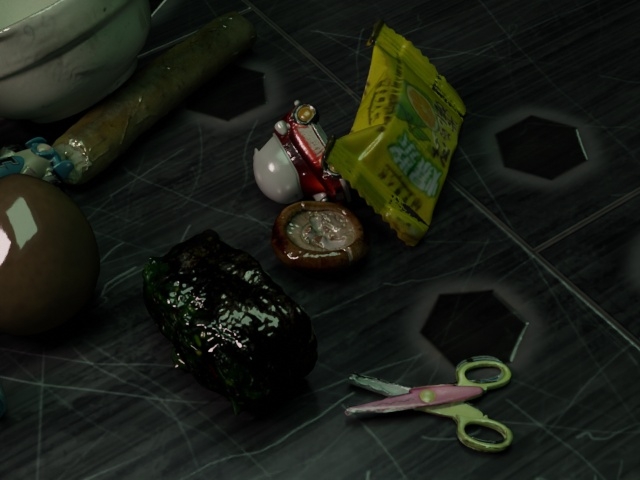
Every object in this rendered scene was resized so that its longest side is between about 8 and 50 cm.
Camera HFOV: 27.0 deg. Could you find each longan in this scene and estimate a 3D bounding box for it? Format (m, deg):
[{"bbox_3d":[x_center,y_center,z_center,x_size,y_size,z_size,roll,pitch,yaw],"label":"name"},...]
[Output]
[{"bbox_3d":[-0.343,0.018,1.549,0.189,0.189,0.189,-1,46,1],"label":"longan"}]

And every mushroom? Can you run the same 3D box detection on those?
[{"bbox_3d":[0.000,0.000,1.636,0.123,0.052,0.123,5,45,-5],"label":"mushroom"}]

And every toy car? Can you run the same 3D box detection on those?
[{"bbox_3d":[-0.029,-0.094,1.700,0.112,0.112,0.139,-30,67,-5],"label":"toy car"},{"bbox_3d":[-0.396,-0.069,1.659,0.161,0.098,0.126,-46,60,-7],"label":"toy car"}]

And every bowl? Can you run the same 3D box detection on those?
[{"bbox_3d":[-0.356,-0.267,1.783,0.307,0.163,0.307,-22,28,12],"label":"bowl"}]

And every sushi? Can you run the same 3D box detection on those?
[{"bbox_3d":[-0.110,0.090,1.502,0.127,0.124,0.225,-30,53,-25],"label":"sushi"}]

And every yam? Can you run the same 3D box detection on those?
[{"bbox_3d":[-0.225,-0.203,1.821,0.083,0.083,0.371,26,51,24],"label":"yam"}]

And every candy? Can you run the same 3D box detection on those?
[{"bbox_3d":[0.103,-0.145,1.710,0.187,0.081,0.297,41,46,-22],"label":"candy"}]

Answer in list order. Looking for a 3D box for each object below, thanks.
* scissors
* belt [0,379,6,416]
[{"bbox_3d":[0.121,0.176,1.487,0.187,0.020,0.134,3,43,2],"label":"scissors"},{"bbox_3d":[-0.435,0.178,1.447,0.179,0.100,0.065,-20,45,-14],"label":"belt"}]
